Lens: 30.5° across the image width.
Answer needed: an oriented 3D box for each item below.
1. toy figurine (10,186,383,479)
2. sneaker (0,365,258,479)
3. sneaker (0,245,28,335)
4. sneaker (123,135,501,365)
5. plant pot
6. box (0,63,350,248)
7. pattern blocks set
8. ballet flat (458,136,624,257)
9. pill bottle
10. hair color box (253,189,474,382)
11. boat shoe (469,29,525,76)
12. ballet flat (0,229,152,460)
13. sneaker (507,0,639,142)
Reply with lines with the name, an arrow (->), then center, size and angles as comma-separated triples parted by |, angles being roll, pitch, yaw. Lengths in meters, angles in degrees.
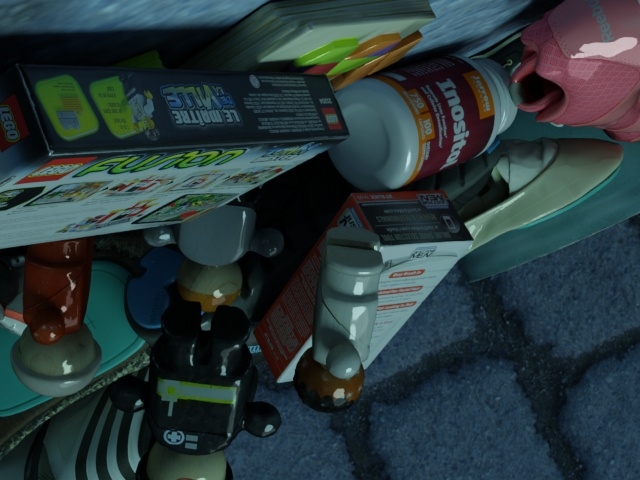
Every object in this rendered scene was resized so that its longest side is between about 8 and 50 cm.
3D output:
toy figurine -> -0.077, 0.053, 0.769 | 0.209, 0.213, 0.148 | -26, 137, -43
sneaker -> -0.159, 0.131, 1.226 | 0.257, 0.169, 0.447 | -30, -156, 19
sneaker -> -0.234, 0.023, 0.852 | 0.158, 0.061, 0.065 | 91, 25, -75
sneaker -> 0.000, 0.000, 0.990 | 0.341, 0.125, 0.139 | -30, 144, -7
plant pot -> 0.266, -0.099, 1.363 | 0.293, 0.196, 0.293 | -24, 178, -1
box -> -0.087, -0.036, 0.520 | 0.114, 0.036, 0.207 | -26, 172, 31
pattern blocks set -> -0.033, -0.085, 0.625 | 0.285, 0.026, 0.325 | -22, 177, -42
ballet flat -> 0.146, -0.039, 1.039 | 0.248, 0.086, 0.086 | -31, 177, 10
pill bottle -> 0.081, -0.094, 0.891 | 0.152, 0.086, 0.086 | -24, 178, -43
hair color box -> 0.029, 0.035, 0.882 | 0.093, 0.053, 0.167 | -3, 144, -38
boat shoe -> 0.164, -0.152, 1.011 | 0.133, 0.042, 0.049 | -28, 173, 24
ballet flat -> -0.324, 0.130, 1.107 | 0.483, 0.164, 0.182 | -28, -173, 12
sneaker -> 0.210, -0.139, 0.922 | 0.136, 0.116, 0.314 | -23, 167, 6
